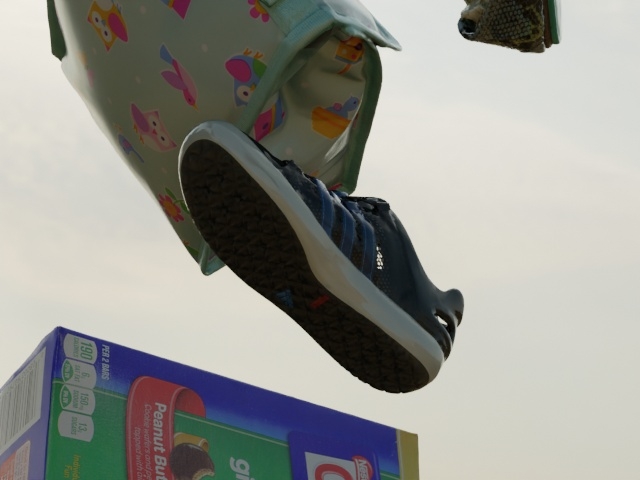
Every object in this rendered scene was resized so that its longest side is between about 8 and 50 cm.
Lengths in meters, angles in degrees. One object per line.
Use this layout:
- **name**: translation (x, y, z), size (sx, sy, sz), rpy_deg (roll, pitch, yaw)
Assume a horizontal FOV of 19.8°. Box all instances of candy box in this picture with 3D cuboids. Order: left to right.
- **candy box**: translation (-0.080, 0.239, 1.321), size (0.317, 0.268, 0.122), rpy_deg (20, -41, -28)

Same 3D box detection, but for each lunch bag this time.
- **lunch bag**: translation (-0.068, -0.142, 1.173), size (0.160, 0.223, 0.262), rpy_deg (-30, -20, -21)

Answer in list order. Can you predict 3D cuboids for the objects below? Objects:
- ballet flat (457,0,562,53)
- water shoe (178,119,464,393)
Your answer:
- **ballet flat**: translation (0.089, -0.167, 0.905), size (0.070, 0.070, 0.188), rpy_deg (3, -46, 9)
- **water shoe**: translation (0.000, 0.000, 1.057), size (0.073, 0.080, 0.203), rpy_deg (-26, -68, 44)
